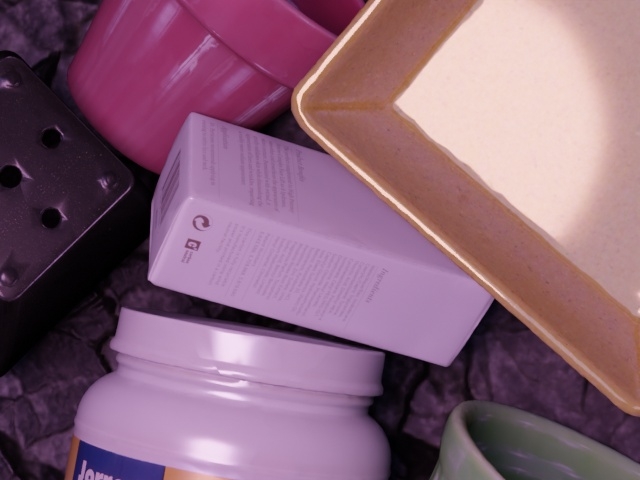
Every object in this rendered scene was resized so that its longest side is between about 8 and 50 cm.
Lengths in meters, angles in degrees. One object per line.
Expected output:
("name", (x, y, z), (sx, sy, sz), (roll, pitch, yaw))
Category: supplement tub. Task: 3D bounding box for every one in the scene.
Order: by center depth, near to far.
("supplement tub", (-0.074, 0.217, 0.990), (0.228, 0.228, 0.316), (9, 88, 12))

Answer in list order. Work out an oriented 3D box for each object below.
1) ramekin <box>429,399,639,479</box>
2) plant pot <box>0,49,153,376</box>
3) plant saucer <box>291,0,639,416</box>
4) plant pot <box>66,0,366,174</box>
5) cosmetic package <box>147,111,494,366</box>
("ramekin", (0.182, 0.246, 0.905), (0.303, 0.303, 0.148), (31, 100, 12))
("plant pot", (-0.234, -0.031, 1.024), (0.187, 0.167, 0.188), (46, 73, -4))
("plant saucer", (0.207, -0.108, 0.956), (0.333, 0.081, 0.333), (42, 101, 7))
("plant pot", (-0.086, -0.152, 1.050), (0.201, 0.201, 0.180), (48, 112, 11))
("cosmetic package", (0.000, 0.000, 0.993), (0.231, 0.117, 0.085), (18, 122, -16))
